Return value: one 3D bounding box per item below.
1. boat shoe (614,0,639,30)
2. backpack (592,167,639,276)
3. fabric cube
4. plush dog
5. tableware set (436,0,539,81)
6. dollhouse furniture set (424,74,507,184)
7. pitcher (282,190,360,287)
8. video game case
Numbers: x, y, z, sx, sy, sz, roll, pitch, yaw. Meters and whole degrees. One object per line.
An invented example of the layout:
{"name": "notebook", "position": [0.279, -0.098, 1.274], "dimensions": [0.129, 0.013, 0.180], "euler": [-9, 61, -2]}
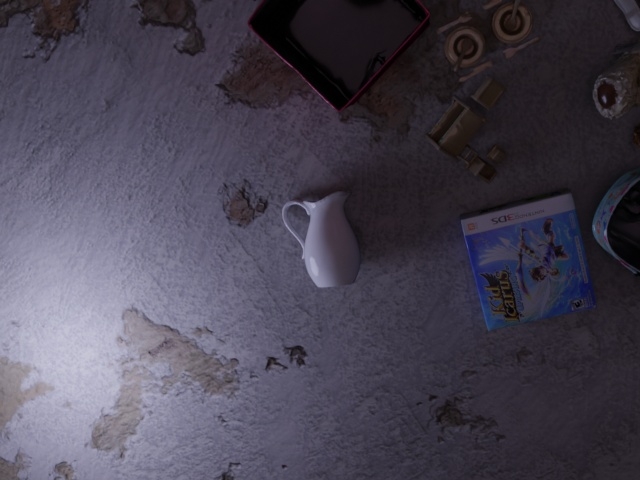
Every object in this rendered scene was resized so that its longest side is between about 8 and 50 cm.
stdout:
{"name": "boat shoe", "position": [0.636, -0.489, 1.572], "dimensions": [0.125, 0.038, 0.046], "euler": [60, 145, -2]}
{"name": "backpack", "position": [0.700, -0.030, 1.587], "dimensions": [0.253, 0.191, 0.225], "euler": [29, 103, -7]}
{"name": "fabric cube", "position": [0.048, -0.441, 1.555], "dimensions": [0.259, 0.258, 0.254], "euler": [43, 106, -3]}
{"name": "plush dog", "position": [0.715, -0.307, 1.553], "dimensions": [0.262, 0.211, 0.225], "euler": [-20, 116, 40]}
{"name": "tableware set", "position": [0.354, -0.434, 1.624], "dimensions": [0.194, 0.039, 0.128], "euler": [-26, 98, 13]}
{"name": "dollhouse furniture set", "position": [0.348, -0.245, 1.660], "dimensions": [0.161, 0.101, 0.182], "euler": [30, 106, -25]}
{"name": "pitcher", "position": [0.000, 0.000, 1.743], "dimensions": [0.177, 0.125, 0.207], "euler": [-6, 92, 30]}
{"name": "video game case", "position": [0.459, 0.046, 1.707], "dimensions": [0.244, 0.061, 0.270], "euler": [-14, 101, 12]}
